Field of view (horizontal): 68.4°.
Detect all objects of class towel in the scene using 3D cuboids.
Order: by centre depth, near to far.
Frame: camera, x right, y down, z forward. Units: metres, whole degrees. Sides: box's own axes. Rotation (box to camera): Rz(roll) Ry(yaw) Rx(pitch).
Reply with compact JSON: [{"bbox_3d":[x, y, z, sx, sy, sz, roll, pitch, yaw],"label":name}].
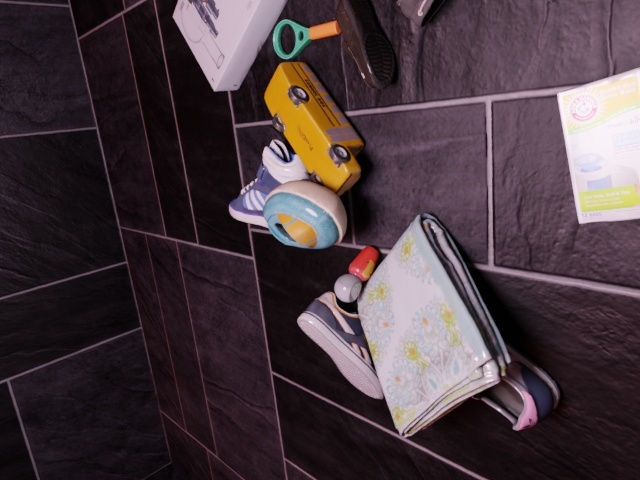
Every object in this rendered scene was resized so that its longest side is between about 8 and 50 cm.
[{"bbox_3d":[0.205,0.180,0.997,0.321,0.090,0.375,-57,37,41],"label":"towel"}]

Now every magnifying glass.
[{"bbox_3d":[-0.038,-0.498,1.142,0.230,0.026,0.092,11,113,44],"label":"magnifying glass"}]

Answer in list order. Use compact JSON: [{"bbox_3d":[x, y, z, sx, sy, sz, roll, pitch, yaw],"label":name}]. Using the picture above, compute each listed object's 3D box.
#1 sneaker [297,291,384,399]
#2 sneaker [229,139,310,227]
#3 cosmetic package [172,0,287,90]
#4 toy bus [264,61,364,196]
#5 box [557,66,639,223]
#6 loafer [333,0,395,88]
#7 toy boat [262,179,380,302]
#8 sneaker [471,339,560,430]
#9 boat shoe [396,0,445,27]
[{"bbox_3d":[0.087,0.274,1.242,0.321,0.127,0.126,51,148,-15],"label":"sneaker"},{"bbox_3d":[-0.143,-0.165,1.323,0.322,0.130,0.237,18,110,46],"label":"sneaker"},{"bbox_3d":[-0.248,-0.640,1.266,0.285,0.097,0.377,59,138,10],"label":"cosmetic package"},{"bbox_3d":[-0.010,-0.266,1.119,0.333,0.130,0.108,57,137,15],"label":"toy bus"},{"bbox_3d":[0.440,-0.138,0.695,0.114,0.103,0.203,-5,101,48],"label":"box"},{"bbox_3d":[0.091,-0.416,1.002,0.078,0.080,0.220,-28,78,59],"label":"loafer"},{"bbox_3d":[0.000,0.000,1.101,0.318,0.148,0.267,42,159,-14],"label":"toy boat"},{"bbox_3d":[0.314,0.248,0.960,0.319,0.131,0.112,34,128,37],"label":"sneaker"},{"bbox_3d":[0.256,-0.485,0.772,0.335,0.112,0.096,-24,100,54],"label":"boat shoe"}]
